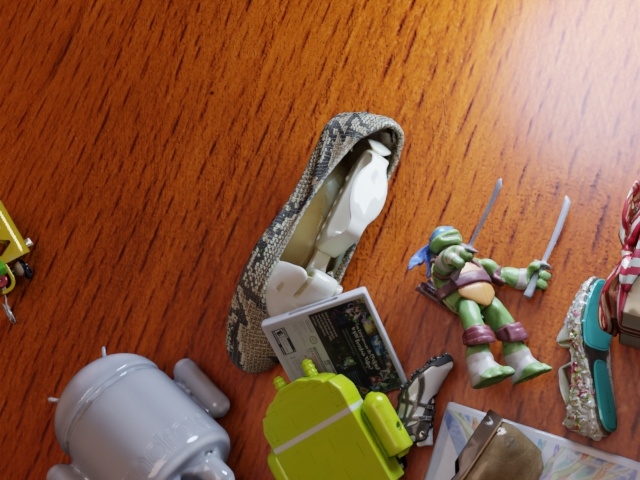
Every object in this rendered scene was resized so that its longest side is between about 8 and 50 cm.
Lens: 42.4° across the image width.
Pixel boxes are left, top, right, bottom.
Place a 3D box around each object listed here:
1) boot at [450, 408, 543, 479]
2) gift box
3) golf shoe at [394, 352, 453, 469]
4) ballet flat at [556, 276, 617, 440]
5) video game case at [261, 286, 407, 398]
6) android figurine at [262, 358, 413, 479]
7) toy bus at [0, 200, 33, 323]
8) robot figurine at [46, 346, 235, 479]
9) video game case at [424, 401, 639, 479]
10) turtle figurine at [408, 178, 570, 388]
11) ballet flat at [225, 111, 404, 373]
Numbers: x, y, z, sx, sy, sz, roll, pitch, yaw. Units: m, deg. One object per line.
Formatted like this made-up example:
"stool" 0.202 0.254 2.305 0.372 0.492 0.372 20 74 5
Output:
"boot" 0.201 0.395 1.154 0.115 0.112 0.305 34 84 14
"gift box" 0.527 0.027 1.108 0.258 0.276 0.255 14 73 24
"golf shoe" 0.153 0.264 1.268 0.094 0.077 0.198 41 100 22
"ballet flat" 0.385 0.172 1.214 0.077 0.091 0.241 -17 60 46
"video game case" 0.024 0.177 1.294 0.173 0.190 0.022 -19 25 13
"android figurine" 0.016 0.316 1.257 0.248 0.056 0.273 -38 76 28
"toy bus" -0.607 0.022 1.582 0.104 0.202 0.191 -32 54 -26
"robot figurine" -0.286 0.318 1.328 0.353 0.200 0.300 36 57 25
"video game case" 0.297 0.425 1.184 0.329 0.036 0.300 14 78 23
"turtle figurine" 0.268 0.067 1.220 0.274 0.198 0.266 -22 68 15
"ballet flat" 0.000 0.000 1.336 0.182 0.164 0.483 10 71 59
